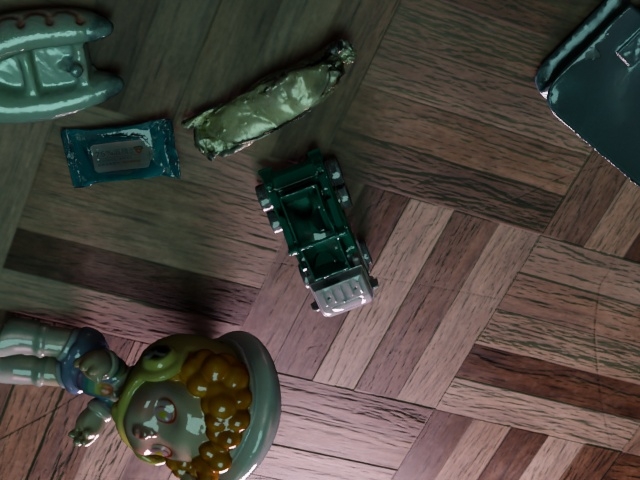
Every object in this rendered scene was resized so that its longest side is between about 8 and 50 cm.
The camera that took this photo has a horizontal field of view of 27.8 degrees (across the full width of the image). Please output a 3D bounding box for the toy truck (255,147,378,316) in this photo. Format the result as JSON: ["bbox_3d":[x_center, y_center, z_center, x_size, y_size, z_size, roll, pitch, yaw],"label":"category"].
[{"bbox_3d":[0.000,0.000,1.640,0.110,0.116,0.216,-20,127,5],"label":"toy truck"}]

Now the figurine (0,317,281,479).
[{"bbox_3d":[-0.231,0.173,1.709,0.381,0.205,0.225,28,122,-4],"label":"figurine"}]

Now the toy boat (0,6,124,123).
[{"bbox_3d":[-0.331,-0.192,1.472,0.207,0.079,0.134,-8,129,-6],"label":"toy boat"}]

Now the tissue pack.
[{"bbox_3d":[-0.243,-0.107,1.580,0.138,0.028,0.085,-6,123,1],"label":"tissue pack"}]

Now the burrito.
[{"bbox_3d":[-0.056,-0.168,1.543,0.229,0.063,0.058,-26,136,12],"label":"burrito"}]

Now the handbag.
[{"bbox_3d":[0.395,-0.187,1.609,0.229,0.062,0.179,33,112,-28],"label":"handbag"}]
